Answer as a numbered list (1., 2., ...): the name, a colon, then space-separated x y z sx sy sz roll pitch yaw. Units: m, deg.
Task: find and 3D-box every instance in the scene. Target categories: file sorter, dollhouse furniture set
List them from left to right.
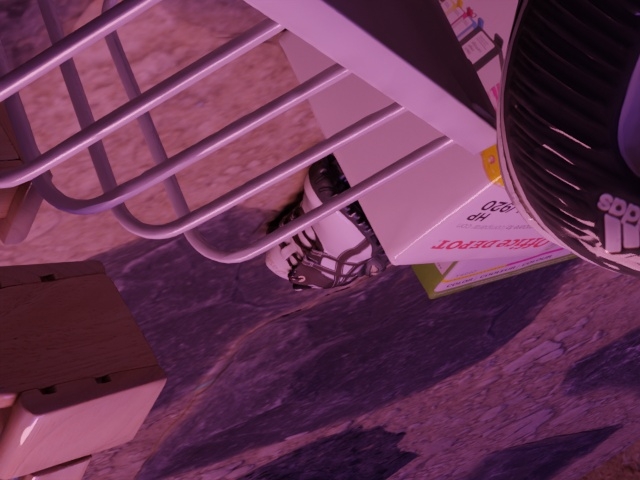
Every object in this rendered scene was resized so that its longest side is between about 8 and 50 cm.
1. dollhouse furniture set: -0.266 0.066 0.762 0.198 0.286 0.303 -9 143 -38
2. file sorter: -0.073 -0.115 0.683 0.173 0.192 0.278 -29 160 17

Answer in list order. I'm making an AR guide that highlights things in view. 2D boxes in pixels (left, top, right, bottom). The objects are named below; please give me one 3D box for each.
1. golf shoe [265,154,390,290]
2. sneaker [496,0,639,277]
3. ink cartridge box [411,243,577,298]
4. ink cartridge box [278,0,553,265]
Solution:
1. golf shoe: 0.000 0.000 1.227 0.094 0.077 0.198 -25 159 0
2. sneaker: 0.180 -0.203 0.682 0.257 0.169 0.447 -140 -104 -86
3. ink cartridge box: 0.186 -0.070 1.242 0.189 0.097 0.255 -15 159 -27
4. ink cartridge box: 0.132 -0.114 0.958 0.233 0.168 0.171 -38 158 33
